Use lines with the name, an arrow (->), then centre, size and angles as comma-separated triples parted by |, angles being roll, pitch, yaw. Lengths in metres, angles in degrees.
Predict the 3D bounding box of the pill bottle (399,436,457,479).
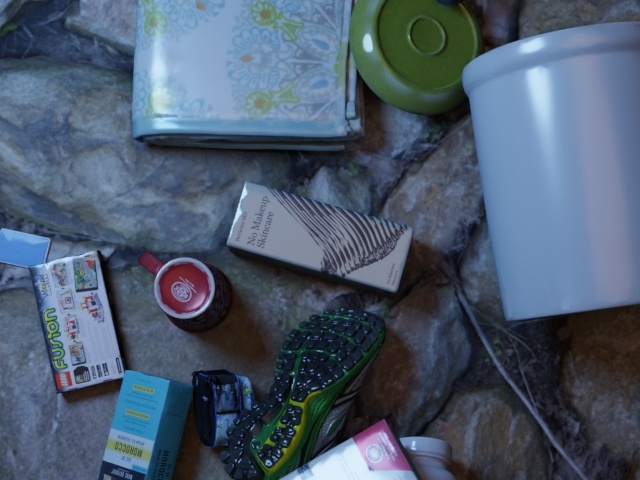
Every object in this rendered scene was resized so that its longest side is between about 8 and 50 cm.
pill bottle -> 0.146, 0.410, 1.673 | 0.121, 0.121, 0.216 | 6, 65, 1

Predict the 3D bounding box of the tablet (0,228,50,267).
tablet -> -0.480, 0.015, 1.804 | 0.083, 0.006, 0.054 | 12, 83, 3

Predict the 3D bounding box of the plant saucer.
plant saucer -> 0.163, -0.321, 1.787 | 0.241, 0.037, 0.241 | 3, 81, -20

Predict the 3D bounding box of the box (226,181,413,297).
box -> 0.000, 0.000, 1.758 | 0.275, 0.094, 0.113 | 14, 83, 2

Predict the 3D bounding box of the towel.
towel -> -0.112, -0.308, 1.808 | 0.374, 0.090, 0.320 | 2, 80, 0

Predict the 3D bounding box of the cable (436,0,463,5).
cable -> 0.211, -0.511, 1.805 | 0.139, 0.072, 0.287 | 18, 61, 6

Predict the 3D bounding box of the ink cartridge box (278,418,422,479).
ink cartridge box -> 0.037, 0.394, 1.588 | 0.237, 0.100, 0.172 | -31, 58, 1

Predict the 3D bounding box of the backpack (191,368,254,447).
backpack -> -0.147, 0.258, 1.721 | 0.084, 0.105, 0.114 | -2, 89, -21

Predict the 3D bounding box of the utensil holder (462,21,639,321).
utensil holder -> 0.398, -0.089, 1.655 | 0.327, 0.327, 0.385 | -8, 84, -1

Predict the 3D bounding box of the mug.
mug -> -0.215, 0.078, 1.711 | 0.150, 0.169, 0.113 | 9, 83, 1

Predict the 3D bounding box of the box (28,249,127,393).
box -> -0.381, 0.128, 1.769 | 0.114, 0.036, 0.207 | -13, 84, -1

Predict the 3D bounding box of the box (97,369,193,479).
box -> -0.275, 0.328, 1.711 | 0.100, 0.060, 0.244 | 7, 80, 37

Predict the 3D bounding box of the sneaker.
sneaker -> -0.015, 0.246, 1.718 | 0.134, 0.146, 0.343 | 24, 66, 37
